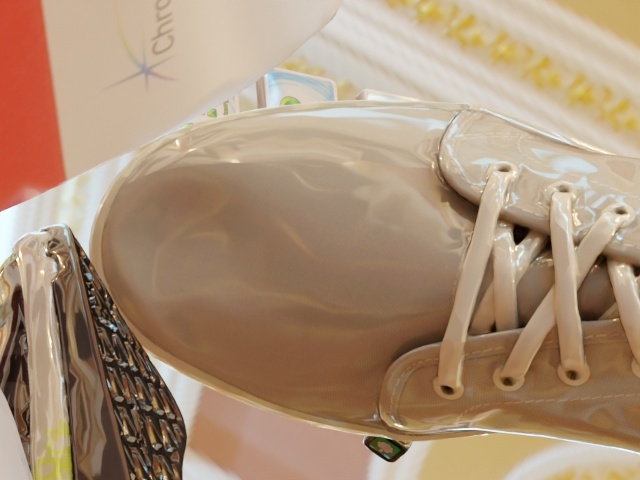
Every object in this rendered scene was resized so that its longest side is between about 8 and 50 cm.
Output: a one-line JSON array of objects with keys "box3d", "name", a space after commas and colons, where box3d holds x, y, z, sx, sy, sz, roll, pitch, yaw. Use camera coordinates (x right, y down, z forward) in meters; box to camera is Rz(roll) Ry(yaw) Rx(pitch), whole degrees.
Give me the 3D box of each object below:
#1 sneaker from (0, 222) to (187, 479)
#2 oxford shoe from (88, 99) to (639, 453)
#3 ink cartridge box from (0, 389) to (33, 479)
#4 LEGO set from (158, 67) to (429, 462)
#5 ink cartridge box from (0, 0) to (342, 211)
[{"box3d": [-0.096, 0.074, 0.578, 0.097, 0.234, 0.084, -26, -63, 3], "name": "sneaker"}, {"box3d": [0.112, 0.023, 0.876, 0.449, 0.169, 0.130, 12, -6, 6], "name": "oxford shoe"}, {"box3d": [-0.037, 0.086, 0.285, 0.066, 0.232, 0.189, -49, -136, 20], "name": "ink cartridge box"}, {"box3d": [0.000, 0.000, 1.074, 0.182, 0.244, 0.060, 11, -32, -24], "name": "LEGO set"}, {"box3d": [-0.042, -0.143, 0.417, 0.091, 0.385, 0.308, 9, -44, 8], "name": "ink cartridge box"}]
